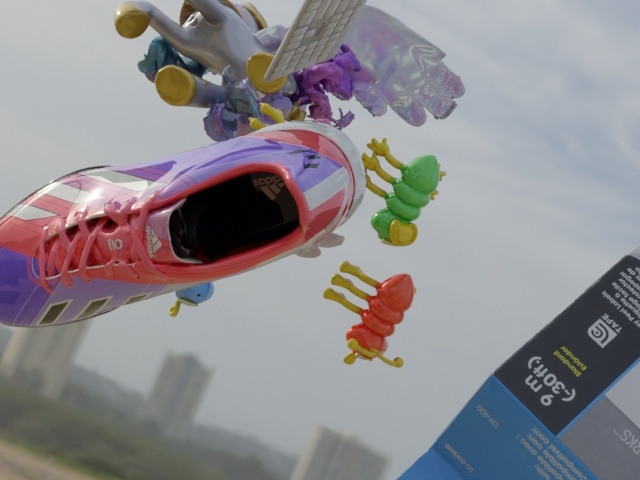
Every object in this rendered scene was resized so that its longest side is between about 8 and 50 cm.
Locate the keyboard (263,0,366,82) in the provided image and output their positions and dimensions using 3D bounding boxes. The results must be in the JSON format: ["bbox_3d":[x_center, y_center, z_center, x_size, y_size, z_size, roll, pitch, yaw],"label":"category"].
[{"bbox_3d":[0.019,-0.196,1.253,0.014,0.072,0.256,54,-29,11],"label":"keyboard"}]

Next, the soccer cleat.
[{"bbox_3d":[-0.126,-0.005,1.167,0.318,0.109,0.116,-16,9,18],"label":"soccer cleat"}]

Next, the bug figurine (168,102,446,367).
[{"bbox_3d":[0.000,0.000,1.448,0.279,0.216,0.072,18,16,-31],"label":"bug figurine"}]

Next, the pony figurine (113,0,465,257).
[{"bbox_3d":[-0.062,-0.183,1.834,0.351,0.303,0.363,45,11,10],"label":"pony figurine"}]

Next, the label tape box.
[{"bbox_3d":[0.262,0.195,1.508,0.240,0.333,0.106,45,-29,14],"label":"label tape box"}]
